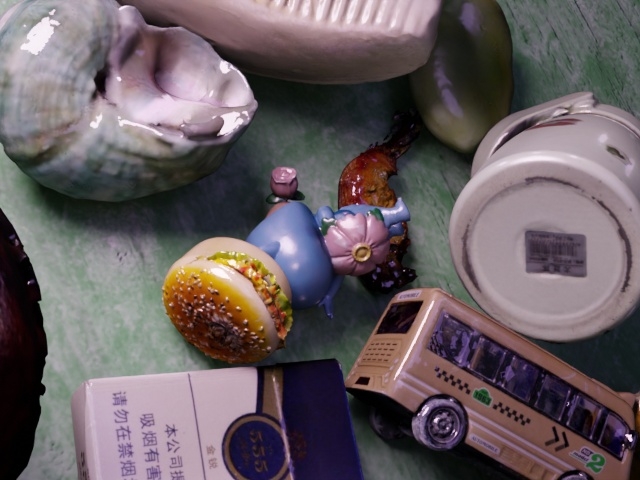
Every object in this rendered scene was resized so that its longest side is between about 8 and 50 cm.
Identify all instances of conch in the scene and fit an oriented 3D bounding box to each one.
[{"bbox_3d":[-0.213,-0.146,0.909,0.277,0.195,0.220,33,66,21],"label":"conch"}]

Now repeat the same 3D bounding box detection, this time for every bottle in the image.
[{"bbox_3d":[0.281,-0.052,1.084,0.229,0.229,0.351,47,33,-2],"label":"bottle"}]

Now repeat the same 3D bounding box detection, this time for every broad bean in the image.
[{"bbox_3d":[0.176,-0.208,1.182,0.169,0.100,0.228,43,54,-22],"label":"broad bean"}]

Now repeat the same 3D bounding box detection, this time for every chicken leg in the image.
[{"bbox_3d":[0.072,-0.058,1.091,0.106,0.051,0.253,25,58,-24],"label":"chicken leg"}]

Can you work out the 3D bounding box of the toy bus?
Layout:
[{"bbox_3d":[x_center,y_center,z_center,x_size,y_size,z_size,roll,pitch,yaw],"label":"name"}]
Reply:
[{"bbox_3d":[0.181,0.170,0.974,0.290,0.139,0.157,30,76,-12],"label":"toy bus"}]

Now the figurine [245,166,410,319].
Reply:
[{"bbox_3d":[-0.002,-0.005,0.987,0.178,0.114,0.144,-20,54,-7],"label":"figurine"}]

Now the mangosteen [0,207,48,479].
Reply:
[{"bbox_3d":[-0.391,0.067,0.594,0.421,0.381,0.380,35,55,-31],"label":"mangosteen"}]

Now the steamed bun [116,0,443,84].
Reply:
[{"bbox_3d":[-0.068,-0.298,1.017,0.384,0.236,0.246,11,74,-16],"label":"steamed bun"}]

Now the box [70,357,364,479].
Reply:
[{"bbox_3d":[-0.089,0.202,0.876,0.259,0.071,0.168,-2,70,-28],"label":"box"}]

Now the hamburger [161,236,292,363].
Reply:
[{"bbox_3d":[-0.085,0.060,0.900,0.081,0.141,0.126,-60,138,-47],"label":"hamburger"}]

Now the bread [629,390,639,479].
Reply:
[{"bbox_3d":[0.405,0.272,1.049,0.196,0.176,0.246,1,59,-30],"label":"bread"}]
